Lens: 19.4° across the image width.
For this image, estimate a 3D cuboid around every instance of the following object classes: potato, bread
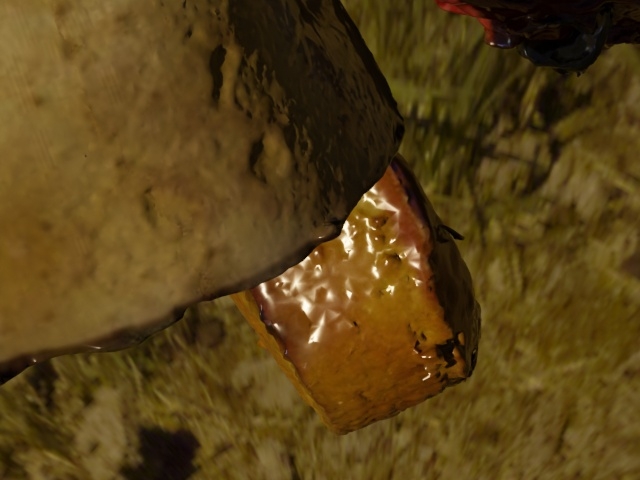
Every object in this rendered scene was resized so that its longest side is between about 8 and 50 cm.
[{"bbox_3d":[-0.111,-0.085,0.755,0.285,0.242,0.242,-23,78,-16],"label":"potato"},{"bbox_3d":[-0.002,-0.002,1.693,0.204,0.337,0.358,-30,82,-8],"label":"bread"}]

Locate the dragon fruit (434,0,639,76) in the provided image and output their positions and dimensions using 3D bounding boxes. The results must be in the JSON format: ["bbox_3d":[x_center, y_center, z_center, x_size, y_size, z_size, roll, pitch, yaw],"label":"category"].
[{"bbox_3d":[0.156,-0.255,1.217,0.244,0.244,0.299,-40,120,-8],"label":"dragon fruit"}]
